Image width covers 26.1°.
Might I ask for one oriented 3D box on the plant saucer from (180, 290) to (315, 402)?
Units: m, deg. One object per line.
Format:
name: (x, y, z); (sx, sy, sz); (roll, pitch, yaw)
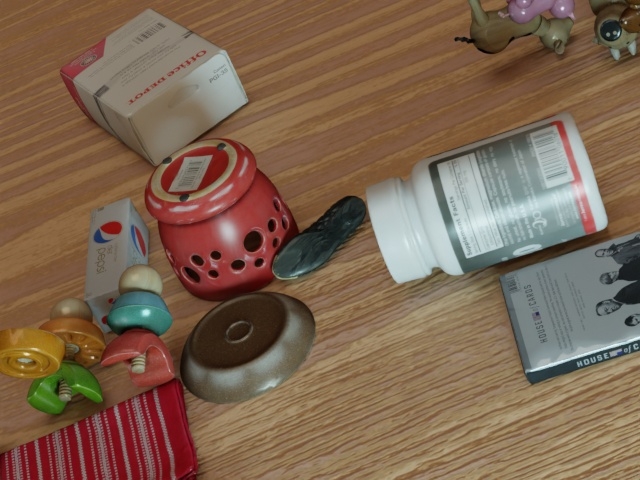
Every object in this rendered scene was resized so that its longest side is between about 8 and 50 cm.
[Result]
plant saucer: (-0.105, 0.133, 1.864); (0.198, 0.036, 0.198); (-15, 39, 12)

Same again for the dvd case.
dvd case: (0.349, 0.072, 1.687); (0.239, 0.029, 0.179); (-19, 38, 10)

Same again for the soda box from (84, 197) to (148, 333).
soda box: (-0.302, 0.034, 2.057); (0.069, 0.074, 0.216); (-19, 38, 9)

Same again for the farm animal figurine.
farm animal figurine: (0.409, -0.361, 2.066); (0.330, 0.172, 0.327); (-1, 31, 39)

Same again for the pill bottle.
pill bottle: (0.214, -0.049, 1.796); (0.283, 0.161, 0.161); (-18, 38, 10)

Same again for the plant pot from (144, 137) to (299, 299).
plant pot: (-0.144, -0.038, 1.977); (0.191, 0.174, 0.191); (-14, 40, 12)

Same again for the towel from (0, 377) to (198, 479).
towel: (-0.291, 0.292, 1.786); (0.275, 0.031, 0.199); (-23, 37, 3)

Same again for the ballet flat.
ballet flat: (0.000, 0.000, 1.963); (0.173, 0.057, 0.049); (-39, 0, -19)

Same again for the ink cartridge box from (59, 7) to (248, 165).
ink cartridge box: (-0.288, -0.266, 2.365); (0.207, 0.117, 0.283); (-37, 39, -15)

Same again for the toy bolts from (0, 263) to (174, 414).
toy bolts: (-0.314, 0.108, 1.847); (0.228, 0.218, 0.158); (-15, 56, 20)
